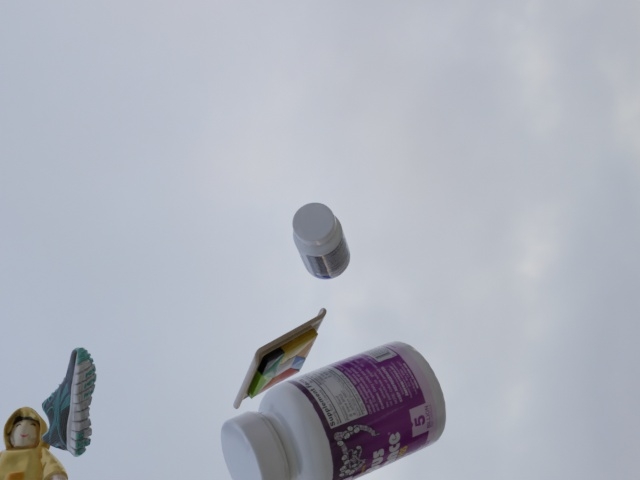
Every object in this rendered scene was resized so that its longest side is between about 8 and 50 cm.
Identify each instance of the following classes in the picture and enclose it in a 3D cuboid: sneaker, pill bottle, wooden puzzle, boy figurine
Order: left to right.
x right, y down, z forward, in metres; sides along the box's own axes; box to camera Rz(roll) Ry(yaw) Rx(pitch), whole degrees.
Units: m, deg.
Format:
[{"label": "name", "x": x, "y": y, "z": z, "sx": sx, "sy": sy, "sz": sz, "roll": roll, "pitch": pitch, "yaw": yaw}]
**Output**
[{"label": "boy figurine", "x": -0.503, "y": 0.402, "z": 2.004, "sx": 0.285, "sy": 0.177, "sz": 0.092, "roll": -84, "pitch": -16, "yaw": -49}, {"label": "sneaker", "x": -0.386, "y": 0.242, "z": 1.802, "sx": 0.065, "sy": 0.076, "sz": 0.166, "roll": -3, "pitch": -79, "yaw": -75}, {"label": "wooden puzzle", "x": -0.088, "y": 0.275, "z": 2.725, "sx": 0.238, "sy": 0.044, "sz": 0.221, "roll": -32, "pitch": -22, "yaw": -37}, {"label": "pill bottle", "x": 0.000, "y": 0.000, "z": 1.837, "sx": 0.137, "sy": 0.078, "sz": 0.078, "roll": 70, "pitch": -154, "yaw": -64}, {"label": "pill bottle", "x": 0.017, "y": 0.266, "z": 1.712, "sx": 0.301, "sy": 0.169, "sz": 0.169, "roll": -18, "pitch": -69, "yaw": -27}]
